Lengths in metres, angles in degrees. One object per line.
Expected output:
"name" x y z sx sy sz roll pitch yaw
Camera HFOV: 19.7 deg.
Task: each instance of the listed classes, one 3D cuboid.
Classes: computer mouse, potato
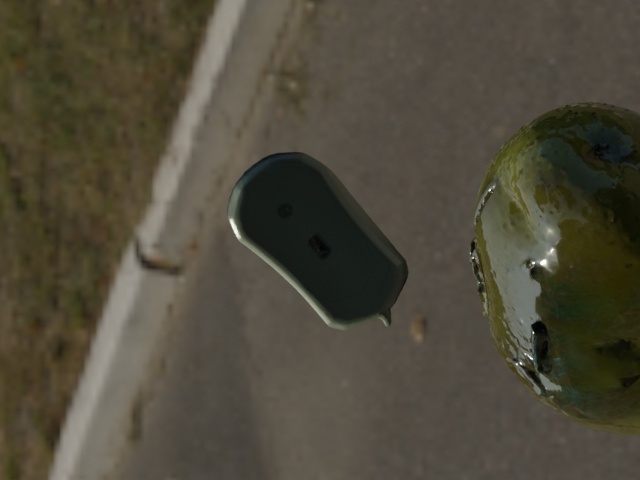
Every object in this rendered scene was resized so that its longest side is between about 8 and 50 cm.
"computer mouse" 0.000 0.000 0.908 0.056 0.110 0.032 -39 20 9
"potato" 0.171 0.019 1.128 0.248 0.169 0.143 77 -148 -50
